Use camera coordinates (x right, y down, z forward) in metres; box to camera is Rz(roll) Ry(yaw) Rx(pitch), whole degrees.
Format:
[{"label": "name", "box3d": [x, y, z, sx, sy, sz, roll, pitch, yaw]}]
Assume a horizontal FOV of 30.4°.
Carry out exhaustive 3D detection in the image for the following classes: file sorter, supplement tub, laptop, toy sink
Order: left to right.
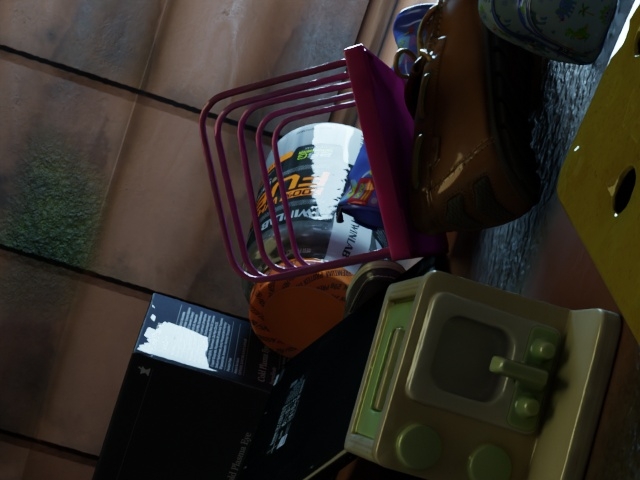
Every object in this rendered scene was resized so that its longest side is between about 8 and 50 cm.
[{"label": "supplement tub", "box3d": [0.000, 0.000, 1.686, 0.338, 0.207, 0.207, -83, 13, -51]}, {"label": "file sorter", "box3d": [0.009, -0.064, 1.231, 0.291, 0.182, 0.202, -2, -101, -77]}, {"label": "laptop", "box3d": [0.040, 0.272, 1.293, 0.408, 0.236, 0.382, -39, 11, 19]}, {"label": "toy sink", "box3d": [0.110, 0.113, 0.910, 0.234, 0.131, 0.152, 156, 131, -79]}]

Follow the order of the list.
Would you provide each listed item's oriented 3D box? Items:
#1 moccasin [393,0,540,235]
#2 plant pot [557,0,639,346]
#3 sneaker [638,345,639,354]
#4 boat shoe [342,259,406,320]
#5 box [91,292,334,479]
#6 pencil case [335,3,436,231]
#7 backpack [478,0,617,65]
[{"label": "moccasin", "box3d": [0.141, -0.150, 1.208, 0.147, 0.139, 0.380, -21, 45, 26]}, {"label": "plant pot", "box3d": [0.199, -0.029, 0.377, 0.212, 0.187, 0.212, -91, 21, -67]}, {"label": "sneaker", "box3d": [0.213, -0.010, 0.616, 0.226, 0.086, 0.163, -99, 30, -71]}, {"label": "boat shoe", "box3d": [0.062, 0.119, 1.482, 0.073, 0.080, 0.223, -88, 11, -45]}, {"label": "box", "box3d": [-0.148, 0.296, 1.673, 0.179, 0.313, 0.343, -89, 19, -66]}, {"label": "pencil case", "box3d": [0.115, -0.147, 1.505, 0.133, 0.119, 0.306, -4, 66, 58]}, {"label": "backpack", "box3d": [0.205, -0.218, 1.042, 0.084, 0.114, 0.105, -115, 44, -79]}]
